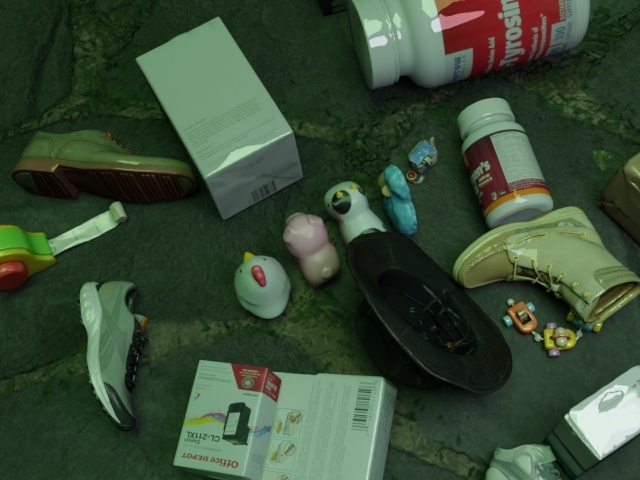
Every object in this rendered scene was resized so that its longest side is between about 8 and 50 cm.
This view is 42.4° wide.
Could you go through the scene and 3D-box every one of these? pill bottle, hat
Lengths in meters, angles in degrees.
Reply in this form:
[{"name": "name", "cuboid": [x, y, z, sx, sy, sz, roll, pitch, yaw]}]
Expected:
[{"name": "pill bottle", "cuboid": [0.322, -0.135, 1.468, 0.121, 0.121, 0.221, -14, 66, -2]}, {"name": "hat", "cuboid": [0.145, 0.142, 1.335, 0.331, 0.331, 0.134, 53, 122, 21]}, {"name": "pill bottle", "cuboid": [0.267, -0.419, 1.539, 0.407, 0.229, 0.229, -16, 66, -2]}]

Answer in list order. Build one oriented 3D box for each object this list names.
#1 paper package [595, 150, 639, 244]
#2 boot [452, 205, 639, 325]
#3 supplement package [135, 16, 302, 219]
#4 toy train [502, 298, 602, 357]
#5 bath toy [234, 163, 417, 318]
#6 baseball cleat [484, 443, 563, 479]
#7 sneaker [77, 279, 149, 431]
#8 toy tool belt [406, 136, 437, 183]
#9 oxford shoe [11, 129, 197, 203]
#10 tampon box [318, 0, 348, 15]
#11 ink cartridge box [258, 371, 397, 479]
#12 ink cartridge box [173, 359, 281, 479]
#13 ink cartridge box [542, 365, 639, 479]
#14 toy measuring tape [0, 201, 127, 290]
[{"name": "paper package", "cuboid": [0.706, -0.072, 1.390, 0.324, 0.168, 0.309, -34, 70, -11]}, {"name": "boot", "cuboid": [0.373, 0.062, 1.368, 0.261, 0.095, 0.203, -19, 47, -10]}, {"name": "supplement package", "cuboid": [-0.182, -0.224, 1.514, 0.177, 0.175, 0.293, -28, 68, -7]}, {"name": "toy train", "cuboid": [0.400, 0.123, 1.391, 0.166, 0.046, 0.125, -25, 67, -7]}, {"name": "bath toy", "cuboid": [0.000, 0.000, 1.430, 0.348, 0.129, 0.151, -31, 68, -9]}, {"name": "baseball cleat", "cuboid": [0.360, 0.378, 1.261, 0.205, 0.072, 0.110, 22, 85, 13]}, {"name": "sneaker", "cuboid": [-0.339, 0.185, 1.391, 0.107, 0.100, 0.272, -12, 66, -7]}, {"name": "toy tool belt", "cuboid": [0.185, -0.151, 1.523, 0.052, 0.051, 0.083, 32, 73, 17]}, {"name": "oxford shoe", "cuboid": [-0.394, -0.153, 1.530, 0.348, 0.123, 0.130, 6, 62, 5]}, {"name": "tampon box", "cuboid": [0.030, -0.559, 1.653, 0.101, 0.161, 0.121, -15, 65, -2]}, {"name": "ink cartridge box", "cuboid": [-0.015, 0.351, 1.317, 0.238, 0.060, 0.275, -2, 64, 31]}, {"name": "ink cartridge box", "cuboid": [-0.148, 0.292, 1.330, 0.127, 0.072, 0.175, 3, 66, 18]}, {"name": "ink cartridge box", "cuboid": [0.426, 0.279, 1.242, 0.139, 0.191, 0.082, -31, 68, -9]}, {"name": "toy measuring tape", "cuboid": [-0.513, 0.000, 1.474, 0.330, 0.121, 0.121, -27, 67, -8]}]
